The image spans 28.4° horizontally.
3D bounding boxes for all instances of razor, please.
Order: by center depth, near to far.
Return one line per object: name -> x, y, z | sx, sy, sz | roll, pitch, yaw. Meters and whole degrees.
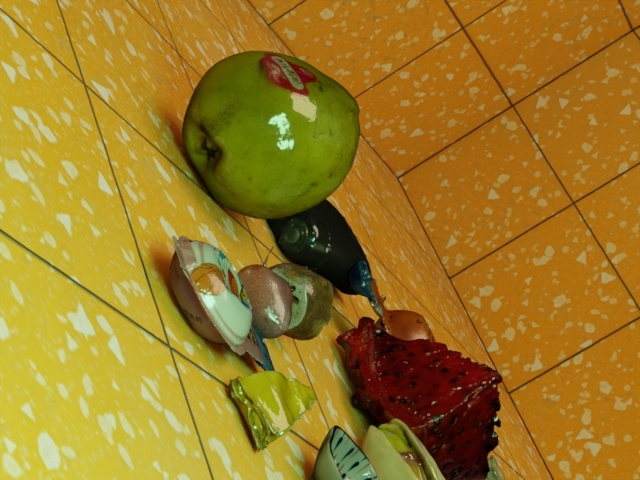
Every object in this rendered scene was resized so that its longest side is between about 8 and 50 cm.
razor -> 0.004, -0.002, 2.523 | 0.189, 0.107, 0.327 | 64, 12, 25

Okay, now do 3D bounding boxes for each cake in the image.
cake -> -0.047, 0.239, 1.705 | 0.116, 0.080, 0.185 | 62, 7, 36

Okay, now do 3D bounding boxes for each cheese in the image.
cheese -> -0.131, 0.094, 1.739 | 0.286, 0.074, 0.189 | 55, 11, -45
cheese -> 0.147, 0.187, 2.508 | 0.329, 0.129, 0.217 | 61, 9, -24

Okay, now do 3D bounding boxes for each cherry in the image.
cherry -> -0.089, 0.090, 1.907 | 0.106, 0.087, 0.126 | 53, 26, -28

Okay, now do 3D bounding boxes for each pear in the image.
pear -> -0.067, -0.184, 2.174 | 0.375, 0.287, 0.287 | -14, 70, -48

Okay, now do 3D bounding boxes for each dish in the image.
dish -> 0.035, 0.356, 1.763 | 0.190, 0.066, 0.190 | 56, 13, -20

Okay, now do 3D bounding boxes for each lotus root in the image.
lotus root -> -0.047, 0.099, 2.011 | 0.122, 0.112, 0.081 | 29, 10, 23

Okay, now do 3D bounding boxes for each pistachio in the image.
pistachio -> 0.130, 0.385, 2.006 | 0.200, 0.117, 0.145 | 54, -29, 21

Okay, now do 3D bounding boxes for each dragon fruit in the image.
dragon fruit -> 0.134, 0.314, 2.272 | 0.329, 0.228, 0.286 | 30, -40, 33

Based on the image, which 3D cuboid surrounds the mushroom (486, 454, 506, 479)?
mushroom -> 0.294, 0.476, 2.424 | 0.166, 0.127, 0.166 | 50, 20, -25
